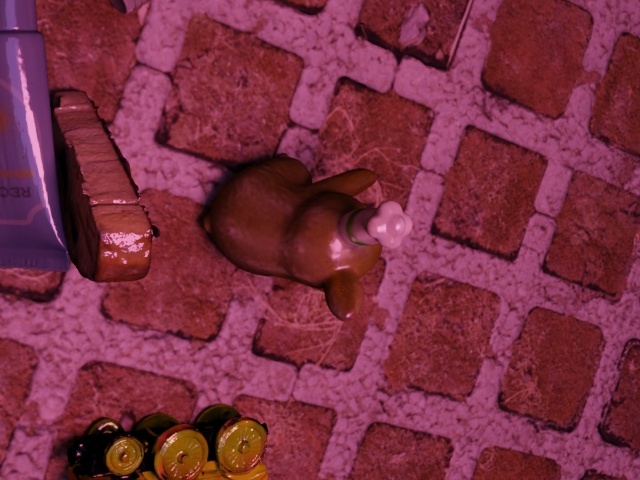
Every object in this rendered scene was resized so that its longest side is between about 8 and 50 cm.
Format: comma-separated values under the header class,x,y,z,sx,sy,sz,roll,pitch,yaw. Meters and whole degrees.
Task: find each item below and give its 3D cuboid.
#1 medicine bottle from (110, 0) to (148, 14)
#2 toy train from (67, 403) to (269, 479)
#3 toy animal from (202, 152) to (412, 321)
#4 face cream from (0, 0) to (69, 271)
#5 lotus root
class,x,y,z,sx,sy,sz,roll,pitch,yaw
medicine bottle,-0.231,-0.339,1.464,0.091,0.058,0.058,-38,116,-18
toy train,-0.208,0.320,1.588,0.296,0.100,0.160,-2,103,-30
toy animal,0.008,-0.003,1.514,0.180,0.363,0.181,-6,107,-44
face cream,-0.380,-0.152,1.396,0.136,0.086,0.385,2,101,14
lotus root,-0.286,-0.047,1.427,0.074,0.260,0.170,-10,137,-28
